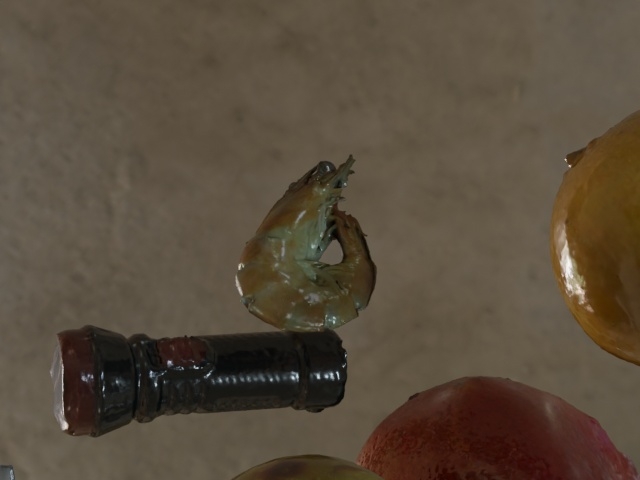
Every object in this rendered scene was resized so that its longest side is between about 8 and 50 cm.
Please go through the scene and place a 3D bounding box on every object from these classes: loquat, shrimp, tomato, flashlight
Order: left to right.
[{"bbox_3d":[-0.093,0.104,1.338,0.232,0.093,0.093,-3,129,-17],"label":"flashlight"},{"bbox_3d":[0.000,0.000,1.252,0.099,0.180,0.041,17,136,7],"label":"shrimp"},{"bbox_3d":[0.169,0.274,1.475,0.309,0.170,0.309,-1,101,-4],"label":"tomato"},{"bbox_3d":[0.187,-0.002,0.905,0.141,0.141,0.141,11,126,15],"label":"loquat"}]

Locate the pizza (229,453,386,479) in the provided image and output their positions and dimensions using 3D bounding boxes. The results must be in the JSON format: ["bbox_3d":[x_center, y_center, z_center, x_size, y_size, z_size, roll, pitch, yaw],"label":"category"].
[{"bbox_3d":[-0.034,0.159,0.902,0.188,0.204,0.081,-10,84,-7],"label":"pizza"}]

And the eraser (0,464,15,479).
[{"bbox_3d":[-0.149,0.171,0.740,0.023,0.104,0.150,-7,81,2],"label":"eraser"}]
